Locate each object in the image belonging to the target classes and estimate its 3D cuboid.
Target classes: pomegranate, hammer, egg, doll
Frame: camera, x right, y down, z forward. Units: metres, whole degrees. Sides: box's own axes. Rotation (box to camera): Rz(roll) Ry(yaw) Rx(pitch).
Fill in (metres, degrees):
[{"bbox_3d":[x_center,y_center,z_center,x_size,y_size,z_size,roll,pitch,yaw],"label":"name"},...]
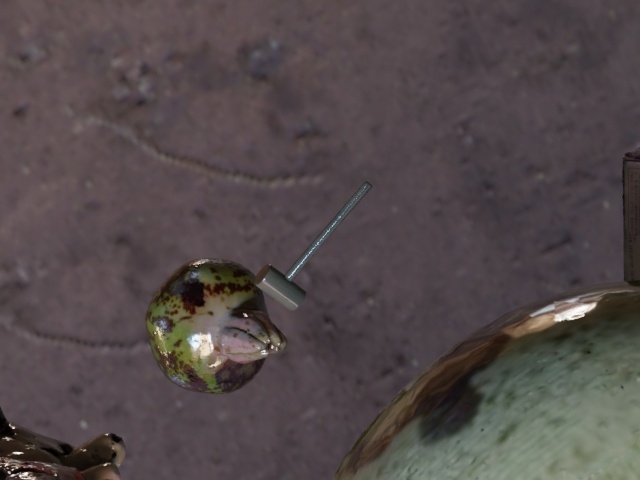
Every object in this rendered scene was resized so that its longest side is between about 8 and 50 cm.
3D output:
[{"bbox_3d":[-0.092,0.087,1.863,0.163,0.138,0.125,4,11,27],"label":"pomegranate"},{"bbox_3d":[0.000,0.000,1.359,0.110,0.035,0.019,-50,18,7],"label":"hammer"},{"bbox_3d":[0.144,0.187,1.041,0.379,0.287,0.288,-48,31,28],"label":"egg"},{"bbox_3d":[-0.201,0.175,1.239,0.192,0.149,0.095,-103,35,-70],"label":"doll"}]

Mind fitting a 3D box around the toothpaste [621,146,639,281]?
[{"bbox_3d":[0.221,0.032,1.206,0.040,0.196,0.047,12,27,35],"label":"toothpaste"}]
